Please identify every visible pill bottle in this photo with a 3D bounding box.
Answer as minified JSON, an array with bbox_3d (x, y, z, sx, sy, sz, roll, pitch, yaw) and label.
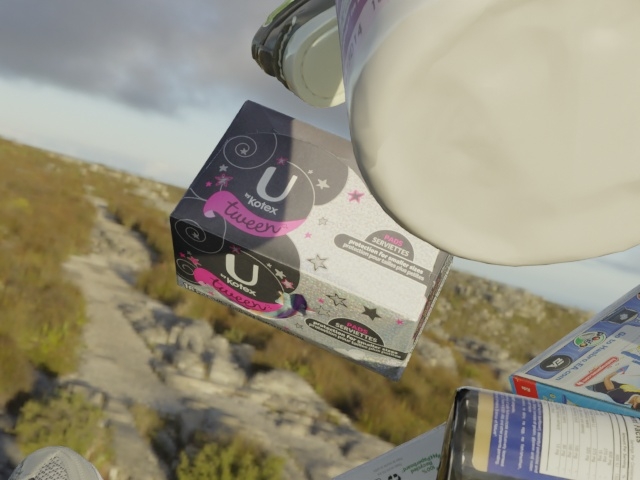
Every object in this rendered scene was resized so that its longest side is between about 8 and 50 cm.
[{"bbox_3d":[0.088,-0.149,0.468,0.169,0.169,0.301,14,45,-19],"label":"pill bottle"},{"bbox_3d":[0.200,0.188,0.740,0.219,0.123,0.123,10,1,6],"label":"pill bottle"}]

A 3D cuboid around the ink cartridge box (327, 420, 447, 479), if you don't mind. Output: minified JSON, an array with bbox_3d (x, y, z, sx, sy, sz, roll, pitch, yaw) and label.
[{"bbox_3d":[0.142,0.374,0.948,0.176,0.371,0.069,-33,-21,28],"label":"ink cartridge box"}]

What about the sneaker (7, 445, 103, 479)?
[{"bbox_3d":[-0.222,0.213,0.648,0.105,0.115,0.281,-25,19,14],"label":"sneaker"}]

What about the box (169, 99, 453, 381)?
[{"bbox_3d":[0.000,0.000,0.957,0.247,0.163,0.142,23,-31,10],"label":"box"}]

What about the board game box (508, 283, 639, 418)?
[{"bbox_3d":[0.410,0.131,0.996,0.308,0.086,0.302,-28,21,-29],"label":"board game box"}]

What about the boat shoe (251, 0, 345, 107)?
[{"bbox_3d":[0.076,-0.223,0.919,0.305,0.109,0.091,-30,39,-23],"label":"boat shoe"}]
